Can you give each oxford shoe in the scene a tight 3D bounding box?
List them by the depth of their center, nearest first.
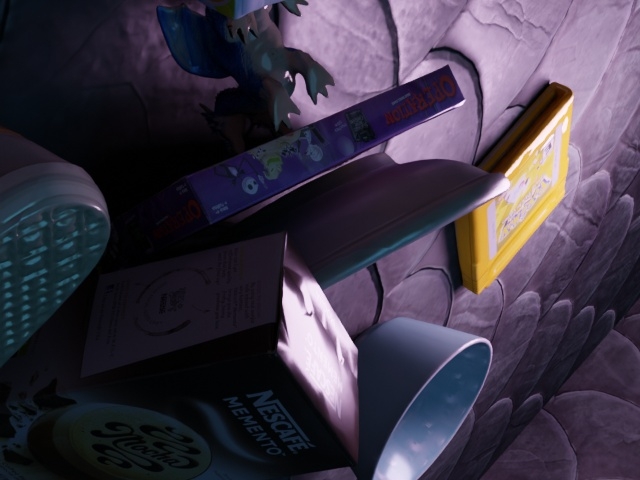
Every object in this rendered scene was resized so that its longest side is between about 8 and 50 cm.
[{"bbox_3d":[-0.333,0.084,0.609,0.449,0.130,0.169,-43,159,7],"label":"oxford shoe"}]

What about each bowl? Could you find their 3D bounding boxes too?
[{"bbox_3d":[0.121,0.246,1.444,0.311,0.163,0.311,-39,148,-29],"label":"bowl"}]

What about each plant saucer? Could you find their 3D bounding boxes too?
[{"bbox_3d":[0.000,0.000,0.945,0.400,0.100,0.400,-28,176,-2],"label":"plant saucer"}]

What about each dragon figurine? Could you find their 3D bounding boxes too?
[{"bbox_3d":[-0.077,-0.179,0.755,0.085,0.144,0.289,-44,133,-23],"label":"dragon figurine"}]

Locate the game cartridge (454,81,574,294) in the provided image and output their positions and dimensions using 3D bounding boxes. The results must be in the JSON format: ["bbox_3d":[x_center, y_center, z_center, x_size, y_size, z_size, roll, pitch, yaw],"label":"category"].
[{"bbox_3d":[0.341,-0.077,1.568,0.285,0.052,0.324,-47,150,-15],"label":"game cartridge"}]

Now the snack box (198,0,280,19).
[{"bbox_3d":[-0.096,-0.251,0.522,0.070,0.207,0.174,-32,145,-37],"label":"snack box"}]

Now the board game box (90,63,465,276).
[{"bbox_3d":[-0.039,-0.068,0.849,0.347,0.056,0.208,-29,180,-40],"label":"board game box"}]

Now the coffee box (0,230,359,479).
[{"bbox_3d":[-0.133,0.116,0.727,0.119,0.297,0.168,-86,155,-43],"label":"coffee box"}]
